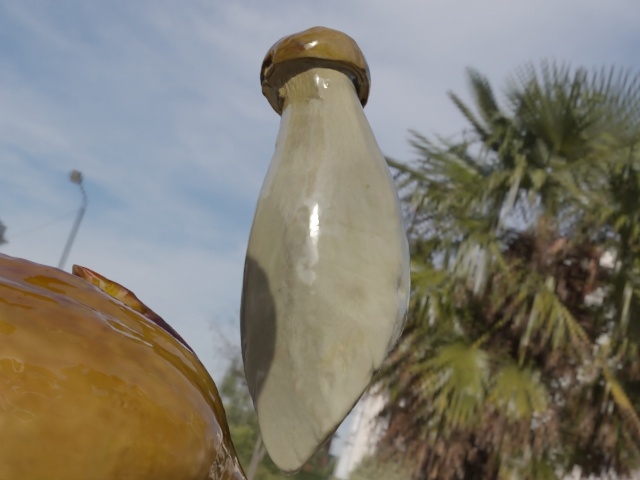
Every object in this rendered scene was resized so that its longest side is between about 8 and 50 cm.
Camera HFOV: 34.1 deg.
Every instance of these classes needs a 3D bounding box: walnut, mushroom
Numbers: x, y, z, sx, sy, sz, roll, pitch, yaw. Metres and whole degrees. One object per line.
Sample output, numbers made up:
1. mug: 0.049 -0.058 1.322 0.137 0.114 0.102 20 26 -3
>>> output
1. walnut: -0.168 0.105 0.498 0.298 0.203 0.203 22 -15 -7
2. mushroom: 0.000 0.000 0.791 0.128 0.350 0.128 -1 -23 -1
